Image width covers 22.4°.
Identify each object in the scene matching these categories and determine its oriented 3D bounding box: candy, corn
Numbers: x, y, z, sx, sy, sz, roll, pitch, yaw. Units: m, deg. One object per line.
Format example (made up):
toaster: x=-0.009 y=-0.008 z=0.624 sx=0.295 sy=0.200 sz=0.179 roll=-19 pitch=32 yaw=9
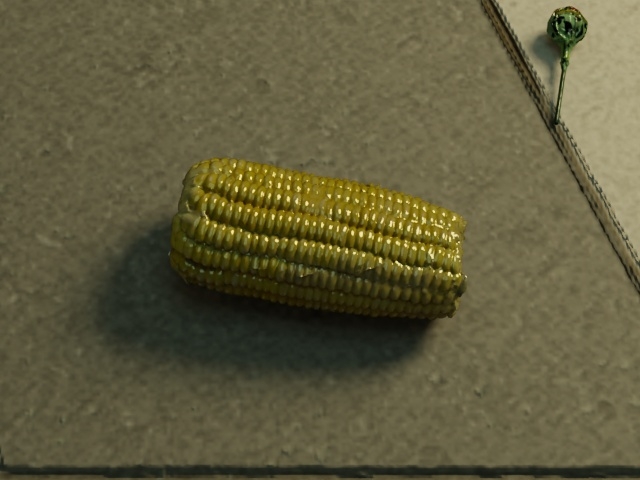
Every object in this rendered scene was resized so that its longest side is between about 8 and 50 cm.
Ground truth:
candy: x=0.148 y=-0.108 z=0.999 sx=0.023 sy=0.025 sz=0.083 roll=-11 pitch=56 yaw=43
corn: x=0.000 y=0.000 z=0.898 sx=0.165 sy=0.063 sz=0.085 roll=9 pitch=33 yaw=1
